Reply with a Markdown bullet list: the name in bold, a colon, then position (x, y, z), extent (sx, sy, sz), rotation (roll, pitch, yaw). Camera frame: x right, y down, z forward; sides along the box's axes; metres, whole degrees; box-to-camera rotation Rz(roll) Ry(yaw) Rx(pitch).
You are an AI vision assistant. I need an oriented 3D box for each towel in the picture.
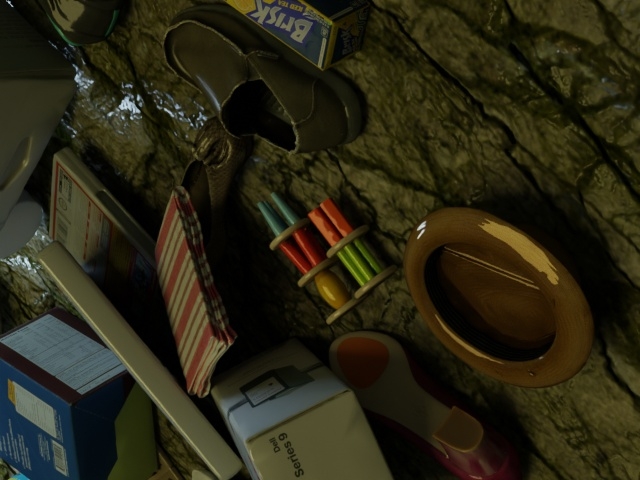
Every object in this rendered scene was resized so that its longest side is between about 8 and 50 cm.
- **towel**: position (-0.142, 0.057, 1.494), extent (0.144, 0.029, 0.197), rotation (118, 140, -55)

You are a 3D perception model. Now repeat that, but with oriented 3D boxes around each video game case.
- **video game case**: position (-0.215, 0.153, 1.643), extent (0.329, 0.036, 0.300), rotation (50, 170, 3)
- **video game case**: position (-0.240, 0.038, 1.699), extent (0.285, 0.025, 0.204), rotation (47, 151, 15)

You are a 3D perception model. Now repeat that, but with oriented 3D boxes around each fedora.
- **fedora**: position (0.168, 0.039, 1.217), extent (0.194, 0.079, 0.194), rotation (24, 133, 28)

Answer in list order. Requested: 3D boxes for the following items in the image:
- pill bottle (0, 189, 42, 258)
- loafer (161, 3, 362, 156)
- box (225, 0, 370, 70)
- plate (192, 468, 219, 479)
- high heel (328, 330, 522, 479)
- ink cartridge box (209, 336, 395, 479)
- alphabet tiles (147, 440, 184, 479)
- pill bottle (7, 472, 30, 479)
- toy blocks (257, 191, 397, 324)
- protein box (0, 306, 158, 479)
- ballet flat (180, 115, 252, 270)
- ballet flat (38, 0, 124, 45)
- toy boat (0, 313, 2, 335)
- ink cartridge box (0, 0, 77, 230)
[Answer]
- **pill bottle**: position (-0.479, -0.075, 1.834), extent (0.208, 0.119, 0.119), rotation (41, 140, 21)
- **loafer**: position (-0.075, -0.158, 1.341), extent (0.251, 0.087, 0.094), rotation (29, 135, 32)
- **box**: position (-0.036, -0.231, 1.273), extent (0.169, 0.054, 0.059), rotation (37, 139, 24)
- **plate**: position (-0.055, 0.453, 1.799), extent (0.277, 0.045, 0.278), rotation (27, 133, 33)
- **high heel**: position (0.108, 0.177, 1.412), extent (0.244, 0.082, 0.117), rotation (26, 163, 43)
- **ink cartridge box**: position (-0.008, 0.240, 1.427), extent (0.211, 0.121, 0.289), rotation (65, 172, -11)
- **alphabet tiles**: position (-0.259, 0.415, 2.030), extent (0.285, 0.011, 0.342), rotation (52, 143, 8)
- **pill bottle**: position (-0.461, 0.440, 2.048), extent (0.146, 0.264, 0.146), rotation (29, 135, 33)
- **toy blocks**: position (0.000, 0.000, 1.400), extent (0.148, 0.054, 0.123), rotation (53, 144, 7)
- **protein box**: position (-0.347, 0.235, 1.883), extent (0.201, 0.136, 0.200), rotation (25, 129, 37)
- **ballet flat**: position (-0.134, -0.043, 1.517), extent (0.084, 0.058, 0.250), rotation (45, 142, 17)
- **ballet flat**: position (-0.307, -0.343, 1.479), extent (0.280, 0.095, 0.096), rotation (50, 134, -8)
- **toy boat**: position (-0.539, 0.175, 2.059), extent (0.318, 0.148, 0.267), rotation (47, 142, 14)
- **ink cartridge box**: position (-0.521, -0.211, 1.678), extent (0.384, 0.160, 0.279), rotation (42, 117, 19)
